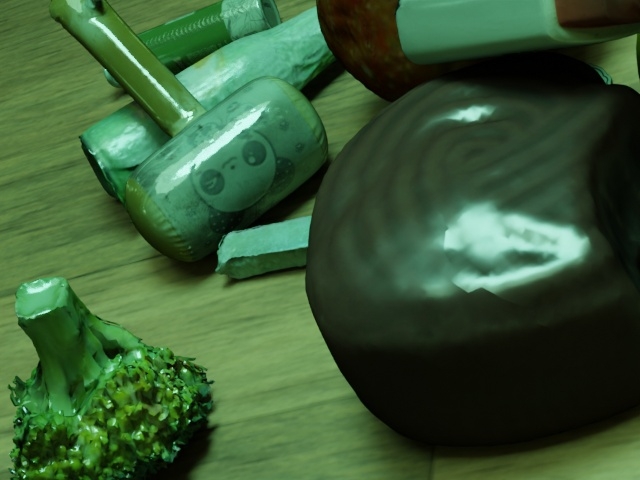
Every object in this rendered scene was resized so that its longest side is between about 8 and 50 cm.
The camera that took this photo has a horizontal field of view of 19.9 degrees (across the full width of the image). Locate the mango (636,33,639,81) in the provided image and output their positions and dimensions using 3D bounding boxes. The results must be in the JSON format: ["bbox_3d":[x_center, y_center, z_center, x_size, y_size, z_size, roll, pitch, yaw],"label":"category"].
[{"bbox_3d":[0.309,-0.138,1.434,0.114,0.156,0.251,8,21,4],"label":"mango"}]

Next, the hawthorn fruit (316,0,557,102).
[{"bbox_3d":[0.108,-0.244,1.659,0.258,0.262,0.258,-28,39,25],"label":"hawthorn fruit"}]

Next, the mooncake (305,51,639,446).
[{"bbox_3d":[0.140,0.002,1.402,0.326,0.174,0.334,-42,35,-20],"label":"mooncake"}]

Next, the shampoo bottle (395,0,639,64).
[{"bbox_3d":[0.197,-0.182,1.404,0.153,0.071,0.284,-14,10,-36],"label":"shampoo bottle"}]

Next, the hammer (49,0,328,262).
[{"bbox_3d":[-0.150,-0.139,1.734,0.202,0.113,0.305,-38,77,-12],"label":"hammer"}]

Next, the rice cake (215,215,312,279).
[{"bbox_3d":[0.000,0.000,1.629,0.211,0.034,0.043,-10,48,28],"label":"rice cake"}]

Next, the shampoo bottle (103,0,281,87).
[{"bbox_3d":[-0.144,-0.215,1.989,0.204,0.065,0.065,-19,36,18],"label":"shampoo bottle"}]

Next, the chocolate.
[{"bbox_3d":[-0.099,-0.141,1.830,0.291,0.110,0.110,-35,34,-9],"label":"chocolate"}]

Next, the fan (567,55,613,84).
[{"bbox_3d":[0.167,-0.094,1.641,0.220,0.009,0.132,-35,32,-7],"label":"fan"}]

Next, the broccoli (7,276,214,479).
[{"bbox_3d":[-0.201,0.117,1.499,0.194,0.194,0.220,-10,34,28],"label":"broccoli"}]
